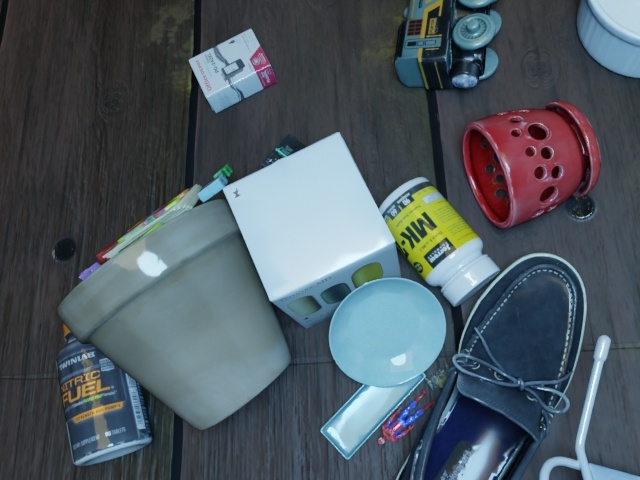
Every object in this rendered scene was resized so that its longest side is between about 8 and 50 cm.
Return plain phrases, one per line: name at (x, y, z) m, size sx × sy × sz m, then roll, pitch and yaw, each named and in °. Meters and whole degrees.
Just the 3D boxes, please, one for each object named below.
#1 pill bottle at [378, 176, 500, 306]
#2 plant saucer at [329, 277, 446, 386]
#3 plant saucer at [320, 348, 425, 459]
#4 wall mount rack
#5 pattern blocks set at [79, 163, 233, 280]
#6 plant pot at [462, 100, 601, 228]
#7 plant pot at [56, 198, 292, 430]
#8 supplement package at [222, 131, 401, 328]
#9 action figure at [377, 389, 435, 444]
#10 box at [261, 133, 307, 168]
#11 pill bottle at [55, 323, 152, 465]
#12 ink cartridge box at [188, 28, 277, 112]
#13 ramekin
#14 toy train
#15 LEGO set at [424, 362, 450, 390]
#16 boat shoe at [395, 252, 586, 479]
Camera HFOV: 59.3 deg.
pill bottle at (0.201, 0.003, 0.966) m, size 0.119 × 0.119 × 0.208 m, roll -37°, pitch 70°, yaw -3°
plant saucer at (0.108, 0.147, 0.927) m, size 0.195 × 0.037 × 0.195 m, roll -2°, pitch 107°, yaw -6°
plant saucer at (0.089, 0.276, 0.952) m, size 0.192 × 0.018 × 0.067 m, roll -45°, pitch 72°, yaw -5°
wall mount rack at (0.471, 0.312, 0.768) m, size 0.350 × 0.130 × 0.304 m, roll 20°, pitch 43°, yaw -13°
pattern blocks set at (-0.293, -0.034, 0.998) m, size 0.325 × 0.285 × 0.026 m, roll -35°, pitch 106°, yaw 2°
plant pot at (0.356, -0.134, 0.946) m, size 0.174 × 0.191 × 0.191 m, roll -19°, pitch 70°, yaw 0°
plant pot at (-0.202, 0.136, 0.916) m, size 0.323 × 0.323 × 0.280 m, roll -36°, pitch 90°, yaw -3°
supplement package at (0.000, 0.000, 0.924) m, size 0.199 × 0.262 × 0.198 m, roll -26°, pitch 70°, yaw 1°
action figure at (0.139, 0.297, 0.932) m, size 0.115 × 0.030 × 0.038 m, roll -42°, pitch 76°, yaw -3°
box at (-0.064, -0.152, 1.090) m, size 0.052 × 0.062 × 0.083 m, roll 39°, pitch 83°, yaw 17°
pill bottle at (-0.384, 0.251, 0.982) m, size 0.130 × 0.130 × 0.245 m, roll -22°, pitch 70°, yaw 2°
ink cartridge box at (-0.184, -0.354, 1.175) m, size 0.150 × 0.063 × 0.109 m, roll -27°, pitch 70°, yaw 0°
ramekin at (0.613, -0.435, 1.026) m, size 0.277 × 0.135 × 0.277 m, roll -3°, pitch 72°, yaw 8°
toy train at (0.253, -0.446, 1.098) m, size 0.190 × 0.142 × 0.334 m, roll 3°, pitch 73°, yaw 21°
LEGO set at (0.214, 0.237, 0.944) m, size 0.083 × 0.023 × 0.054 m, roll 26°, pitch 81°, yaw 3°
boat shoe at (0.272, 0.236, 0.851) m, size 0.187 × 0.156 × 0.500 m, roll 31°, pitch 78°, yaw 10°
